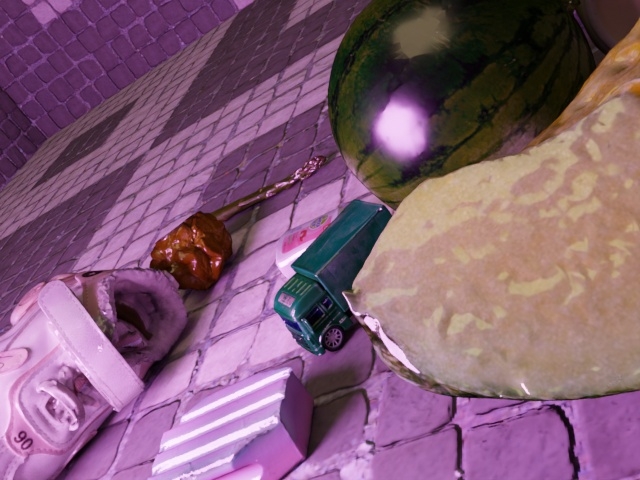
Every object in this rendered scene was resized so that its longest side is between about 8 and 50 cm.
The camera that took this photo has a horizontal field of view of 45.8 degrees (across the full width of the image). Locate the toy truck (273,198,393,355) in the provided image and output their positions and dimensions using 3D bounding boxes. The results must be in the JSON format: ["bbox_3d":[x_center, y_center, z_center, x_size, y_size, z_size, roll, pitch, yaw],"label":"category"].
[{"bbox_3d":[0.021,0.039,0.748,0.147,0.079,0.065,-47,27,-14],"label":"toy truck"}]

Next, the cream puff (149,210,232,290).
[{"bbox_3d":[-0.170,0.020,1.023,0.116,0.094,0.122,-42,2,-17],"label":"cream puff"}]

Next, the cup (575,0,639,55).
[{"bbox_3d":[0.306,-0.281,0.703,0.202,0.255,0.173,-42,-20,-38],"label":"cup"}]

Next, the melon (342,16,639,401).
[{"bbox_3d":[0.188,-0.027,0.493,0.343,0.226,0.331,-49,23,3],"label":"melon"}]

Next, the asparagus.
[{"bbox_3d":[-0.093,-0.068,1.140,0.248,0.025,0.024,-25,13,27],"label":"asparagus"}]

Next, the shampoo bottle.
[{"bbox_3d":[0.000,0.000,0.880,0.099,0.043,0.072,-25,28,26],"label":"shampoo bottle"}]

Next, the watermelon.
[{"bbox_3d":[0.130,-0.131,0.699,0.242,0.242,0.242,-30,26,16],"label":"watermelon"}]

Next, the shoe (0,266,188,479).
[{"bbox_3d":[-0.298,0.149,0.872,0.198,0.172,0.351,-19,33,29],"label":"shoe"}]

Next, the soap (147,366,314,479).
[{"bbox_3d":[-0.074,0.176,0.666,0.149,0.056,0.100,-28,29,22],"label":"soap"}]
